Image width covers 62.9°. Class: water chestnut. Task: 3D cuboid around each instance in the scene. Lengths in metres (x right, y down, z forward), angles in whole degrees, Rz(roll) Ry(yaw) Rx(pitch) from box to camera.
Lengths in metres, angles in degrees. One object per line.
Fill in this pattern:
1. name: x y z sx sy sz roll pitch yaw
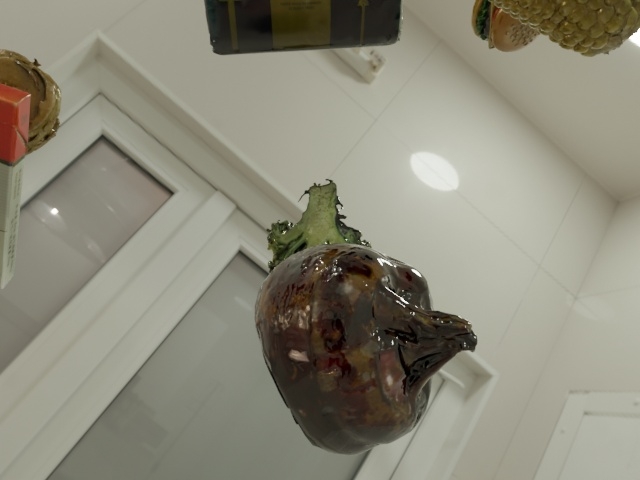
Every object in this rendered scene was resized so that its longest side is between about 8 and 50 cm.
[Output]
1. water chestnut: 0.051 0.125 0.693 0.289 0.244 0.289 59 1 -2

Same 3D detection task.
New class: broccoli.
1. broccoli: 0.000 0.016 1.243 0.243 0.272 0.180 1 -24 3

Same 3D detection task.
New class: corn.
1. corn: 0.204 -0.327 0.563 0.347 0.130 0.130 36 -24 -8

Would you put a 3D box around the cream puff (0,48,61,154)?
1. cream puff: -0.391 -0.168 0.656 0.104 0.119 0.133 24 -66 61

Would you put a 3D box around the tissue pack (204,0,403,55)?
1. tissue pack: -0.049 -0.556 1.147 0.417 0.264 0.253 -6 -58 -3

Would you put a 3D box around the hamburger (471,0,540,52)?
1. hamburger: 0.378 -0.451 1.026 0.115 0.162 0.162 59 -11 33

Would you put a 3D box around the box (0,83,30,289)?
1. box: -0.392 -0.064 0.555 0.139 0.035 0.245 18 -60 -10
